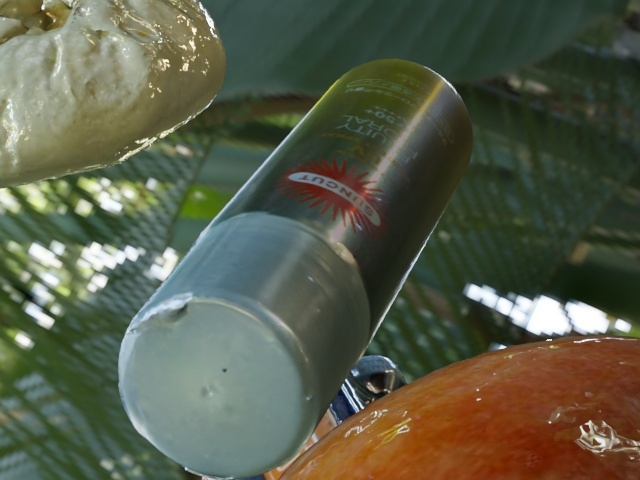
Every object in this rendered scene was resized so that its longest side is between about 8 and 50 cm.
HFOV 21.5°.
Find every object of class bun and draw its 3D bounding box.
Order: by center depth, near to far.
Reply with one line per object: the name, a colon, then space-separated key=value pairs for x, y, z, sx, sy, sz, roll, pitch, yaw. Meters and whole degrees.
bun: x=-0.170 y=-0.119 z=1.068 sx=0.222 sy=0.222 sz=0.127 roll=-33 pitch=-66 yaw=-42

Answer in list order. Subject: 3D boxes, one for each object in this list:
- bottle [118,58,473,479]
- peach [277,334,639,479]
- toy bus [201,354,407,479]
bottle: x=0.000 y=0.000 z=0.727 sx=0.286 sy=0.082 sz=0.082 roll=-55 pitch=-24 yaw=-61
peach: x=0.080 y=0.153 z=0.485 sx=0.252 sy=0.252 sz=0.252 roll=-36 pitch=-41 yaw=-39
toy bus: x=0.059 y=0.167 z=0.841 sx=0.120 sy=0.121 sz=0.265 roll=-43 pitch=-54 yaw=8
